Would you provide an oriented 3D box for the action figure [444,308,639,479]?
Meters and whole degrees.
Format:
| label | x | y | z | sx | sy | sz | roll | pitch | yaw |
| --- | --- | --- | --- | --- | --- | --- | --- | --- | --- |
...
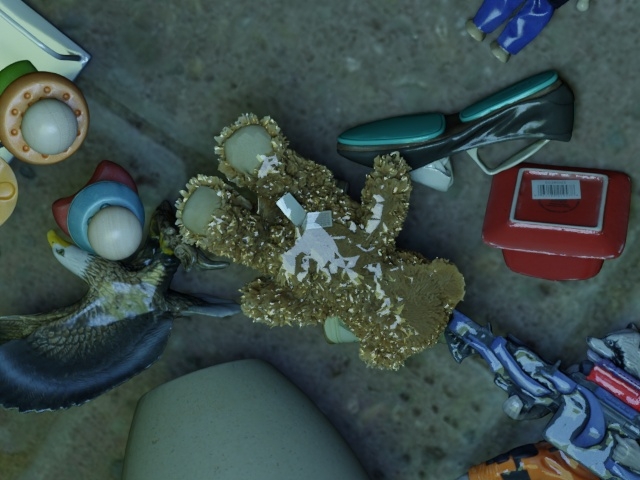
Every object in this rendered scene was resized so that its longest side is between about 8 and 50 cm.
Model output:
| label | x | y | z | sx | sy | sz | roll | pitch | yaw |
| --- | --- | --- | --- | --- | --- | --- | --- | --- | --- |
| action figure | 0.268 | 0.219 | 1.937 | 0.341 | 0.178 | 0.330 | 42 | 104 | 11 |

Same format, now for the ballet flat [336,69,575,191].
| label | x | y | z | sx | sy | sz | roll | pitch | yaw |
| --- | --- | --- | --- | --- | --- | --- | --- | --- | --- |
| ballet flat | 0.159 | -0.111 | 1.870 | 0.280 | 0.095 | 0.096 | -14 | 109 | 16 |

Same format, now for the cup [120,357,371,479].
| label | x | y | z | sx | sy | sz | roll | pitch | yaw |
| --- | --- | --- | --- | --- | --- | --- | --- | --- | --- |
| cup | -0.109 | 0.281 | 1.962 | 0.331 | 0.331 | 0.237 | -24 | 76 | 18 |

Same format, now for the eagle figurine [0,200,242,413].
| label | x | y | z | sx | sy | sz | roll | pitch | yaw |
| --- | --- | --- | --- | --- | --- | --- | --- | --- | --- |
| eagle figurine | -0.266 | 0.084 | 1.962 | 0.298 | 0.226 | 0.225 | -49 | 61 | 3 |

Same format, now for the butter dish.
| label | x | y | z | sx | sy | sz | roll | pitch | yaw |
| --- | --- | --- | --- | --- | --- | --- | --- | --- | --- |
| butter dish | 0.271 | -0.004 | 1.866 | 0.160 | 0.160 | 0.118 | 5 | 132 | 12 |

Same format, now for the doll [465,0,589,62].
| label | x | y | z | sx | sy | sz | roll | pitch | yaw |
| --- | --- | --- | --- | --- | --- | --- | --- | --- | --- |
| doll | 0.243 | -0.293 | 1.817 | 0.129 | 0.046 | 0.189 | 41 | 111 | -4 |

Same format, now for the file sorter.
| label | x | y | z | sx | sy | sz | roll | pitch | yaw |
| --- | --- | --- | --- | --- | --- | --- | --- | --- | --- |
| file sorter | -0.438 | -0.169 | 1.900 | 0.193 | 0.173 | 0.277 | 39 | 94 | -3 |

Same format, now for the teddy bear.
| label | x | y | z | sx | sy | sz | roll | pitch | yaw |
| --- | --- | --- | --- | --- | --- | --- | --- | --- | --- |
| teddy bear | 0.000 | 0.000 | 1.839 | 0.338 | 0.113 | 0.245 | 17 | 94 | -5 |

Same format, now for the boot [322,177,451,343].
| label | x | y | z | sx | sy | sz | roll | pitch | yaw |
| --- | --- | --- | --- | --- | --- | --- | --- | --- | --- |
| boot | 0.081 | 0.027 | 1.939 | 0.165 | 0.077 | 0.213 | 1 | 113 | 12 |

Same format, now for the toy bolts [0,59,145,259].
| label | x | y | z | sx | sy | sz | roll | pitch | yaw |
| --- | --- | --- | --- | --- | --- | --- | --- | --- | --- |
| toy bolts | -0.299 | -0.050 | 1.779 | 0.218 | 0.158 | 0.228 | -46 | 115 | 0 |
